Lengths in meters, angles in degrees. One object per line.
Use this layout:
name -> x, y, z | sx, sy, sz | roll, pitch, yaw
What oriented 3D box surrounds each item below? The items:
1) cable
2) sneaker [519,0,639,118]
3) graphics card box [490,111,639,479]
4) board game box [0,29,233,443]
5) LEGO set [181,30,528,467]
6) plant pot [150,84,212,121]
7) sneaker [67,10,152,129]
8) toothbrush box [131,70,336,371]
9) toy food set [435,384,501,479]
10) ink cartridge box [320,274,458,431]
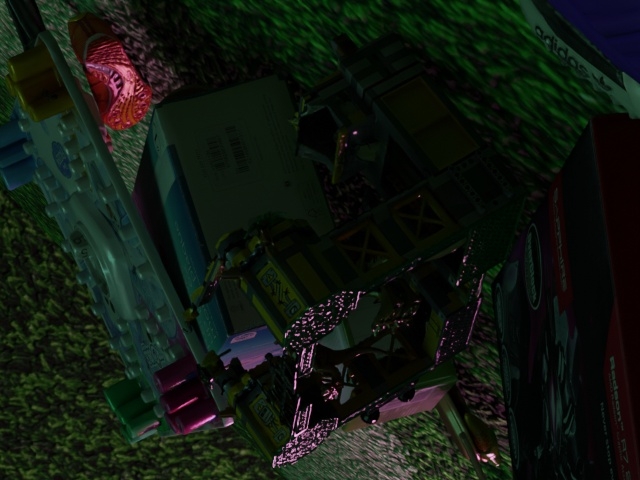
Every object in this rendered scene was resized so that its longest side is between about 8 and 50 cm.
cable -> -0.284, -0.197, 1.847 | 0.139, 0.072, 0.287 | 41, -149, -69
sneaker -> 0.188, -0.098, 0.736 | 0.293, 0.102, 0.146 | 38, 164, 31
graphics card box -> 0.186, 0.086, 1.052 | 0.371, 0.094, 0.233 | 98, 167, -75
board game box -> -0.225, 0.021, 1.681 | 0.390, 0.050, 0.390 | 65, 163, 1
LEGO set -> 0.000, 0.000, 1.259 | 0.192, 0.255, 0.331 | 53, 168, 22
plant pot -> -0.119, -0.103, 1.712 | 0.083, 0.083, 0.079 | 39, 176, 27
sneaker -> -0.228, -0.185, 1.850 | 0.067, 0.064, 0.175 | 57, 168, 32
toothbrush box -> -0.080, 0.003, 1.567 | 0.295, 0.126, 0.216 | 125, 128, -73
toy food set -> 0.146, 0.176, 1.785 | 0.192, 0.038, 0.132 | 60, 176, 49
ink cartridge box -> 0.039, 0.040, 1.633 | 0.189, 0.097, 0.255 | 108, 147, -75
